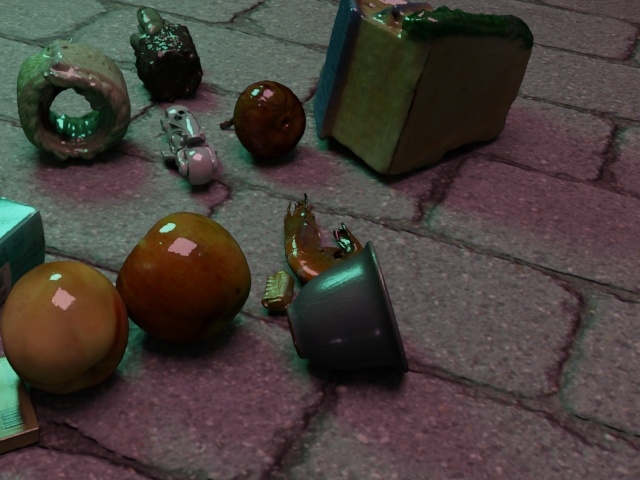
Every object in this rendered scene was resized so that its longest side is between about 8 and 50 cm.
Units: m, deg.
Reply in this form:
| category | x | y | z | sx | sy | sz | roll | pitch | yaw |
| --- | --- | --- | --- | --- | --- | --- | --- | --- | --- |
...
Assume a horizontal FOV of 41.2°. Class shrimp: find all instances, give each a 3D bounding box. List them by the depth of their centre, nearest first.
| category | x | y | z | sx | sy | sz | roll | pitch | yaw |
| --- | --- | --- | --- | --- | --- | --- | --- | --- | --- |
| shrimp | 0.000 | 0.000 | 1.471 | 0.150 | 0.068 | 0.249 | 4 | 39 | -24 |

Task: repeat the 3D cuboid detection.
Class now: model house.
| category | x | y | z | sx | sy | sz | roll | pitch | yaw |
| --- | --- | --- | --- | --- | --- | --- | --- | --- | --- |
| model house | 0.187 | -0.370 | 1.783 | 0.382 | 0.335 | 0.342 | -14 | 41 | -41 |

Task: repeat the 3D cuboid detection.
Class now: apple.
| category | x | y | z | sx | sy | sz | roll | pitch | yaw |
| --- | --- | --- | --- | --- | --- | --- | --- | --- | --- |
| apple | -0.197 | 0.058 | 1.257 | 0.195 | 0.196 | 0.196 | 4 | 36 | -3 |

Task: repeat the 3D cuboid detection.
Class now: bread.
| category | x | y | z | sx | sy | sz | roll | pitch | yaw |
| --- | --- | --- | --- | --- | --- | --- | --- | --- | --- |
| bread | -0.067 | 0.083 | 1.369 | 0.049 | 0.034 | 0.088 | -7 | 31 | 7 |

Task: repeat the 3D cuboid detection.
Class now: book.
| category | x | y | z | sx | sy | sz | roll | pitch | yaw |
| --- | --- | --- | --- | --- | --- | --- | --- | --- | --- |
| book | -0.498 | 0.236 | 1.111 | 0.230 | 0.026 | 0.161 | -13 | 39 | -24 |

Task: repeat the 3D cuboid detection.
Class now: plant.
| category | x | y | z | sx | sy | sz | roll | pitch | yaw |
| --- | --- | --- | --- | --- | --- | --- | --- | --- | --- |
| plant | -0.356 | -0.438 | 1.943 | 0.149 | 0.146 | 0.274 | -10 | 39 | -16 |

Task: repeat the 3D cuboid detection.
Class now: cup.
| category | x | y | z | sx | sy | sz | roll | pitch | yaw |
| --- | --- | --- | --- | --- | --- | --- | --- | --- | --- |
| cup | 0.031 | 0.115 | 1.241 | 0.150 | 0.199 | 0.199 | -16 | 38 | 1 |

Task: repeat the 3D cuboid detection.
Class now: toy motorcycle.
| category | x | y | z | sx | sy | sz | roll | pitch | yaw |
| --- | --- | --- | --- | --- | --- | --- | --- | --- | --- |
| toy motorcycle | -0.259 | -0.202 | 1.668 | 0.112 | 0.112 | 0.254 | -8 | 37 | -18 |

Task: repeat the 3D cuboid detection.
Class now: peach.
| category | x | y | z | sx | sy | sz | roll | pitch | yaw |
| --- | --- | --- | --- | --- | --- | --- | --- | --- | --- |
| peach | -0.349 | 0.114 | 1.164 | 0.184 | 0.184 | 0.184 | 4 | 36 | -3 |

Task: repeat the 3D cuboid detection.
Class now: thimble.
| category | x | y | z | sx | sy | sz | roll | pitch | yaw |
| --- | --- | --- | --- | --- | --- | --- | --- | --- | --- |
| thimble | -0.474 | -0.268 | 1.637 | 0.219 | 0.219 | 0.150 | -6 | 38 | -15 |

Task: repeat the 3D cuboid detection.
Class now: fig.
| category | x | y | z | sx | sy | sz | roll | pitch | yaw |
| --- | --- | --- | --- | --- | --- | --- | --- | --- | --- |
| fig | -0.106 | -0.243 | 1.725 | 0.149 | 0.148 | 0.202 | 40 | 1 | -9 |

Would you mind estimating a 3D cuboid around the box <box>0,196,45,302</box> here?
| category | x | y | z | sx | sy | sz | roll | pitch | yaw |
| --- | --- | --- | --- | --- | --- | --- | --- | --- | --- |
| box | -0.619 | 0.005 | 1.331 | 0.311 | 0.118 | 0.205 | 15 | 35 | 12 |
